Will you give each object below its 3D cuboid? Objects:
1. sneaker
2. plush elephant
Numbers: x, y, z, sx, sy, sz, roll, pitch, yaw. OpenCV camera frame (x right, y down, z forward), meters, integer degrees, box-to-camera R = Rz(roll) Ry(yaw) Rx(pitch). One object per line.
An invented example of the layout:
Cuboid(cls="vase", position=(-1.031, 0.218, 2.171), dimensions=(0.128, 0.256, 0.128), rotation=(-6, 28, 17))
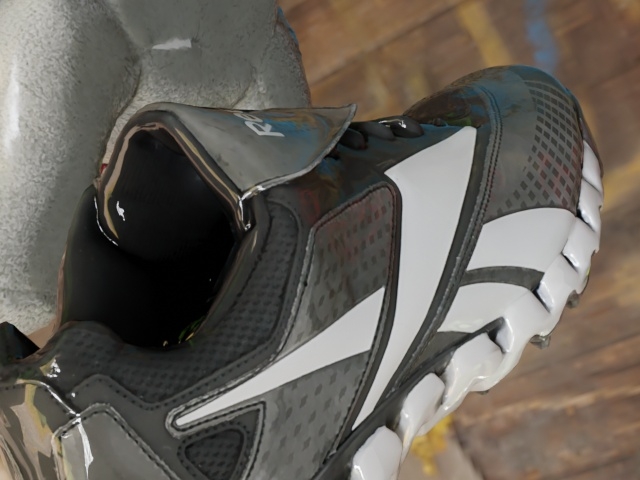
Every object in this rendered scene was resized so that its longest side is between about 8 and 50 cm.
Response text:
Cuboid(cls="sneaker", position=(0.000, 0.000, 0.444), dimensions=(0.234, 0.078, 0.106), rotation=(-48, 121, -43))
Cuboid(cls="plush elephant", position=(-0.163, -0.112, 0.903), dimensions=(0.272, 0.255, 0.330), rotation=(-14, 103, -51))
